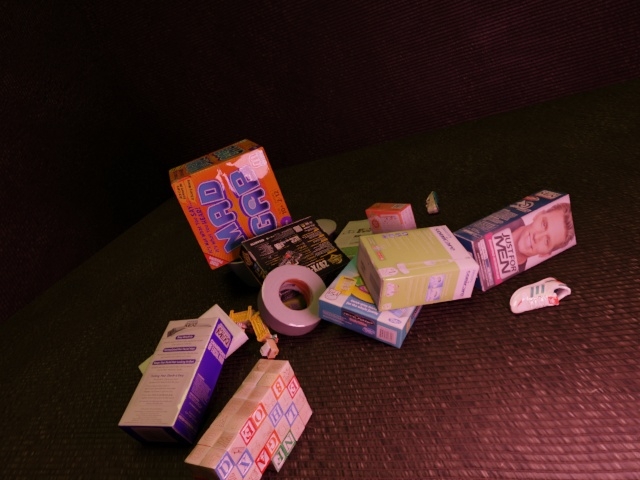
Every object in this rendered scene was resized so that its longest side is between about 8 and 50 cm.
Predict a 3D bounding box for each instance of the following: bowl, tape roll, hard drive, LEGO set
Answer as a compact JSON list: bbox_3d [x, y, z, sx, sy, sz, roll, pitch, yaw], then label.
[{"bbox_3d":[-0.225,0.078,1.968,0.311,0.163,0.311,-16,23,7],"label":"bowl"},{"bbox_3d":[-0.086,0.186,1.542,0.219,0.219,0.072,-37,-15,-36],"label":"tape roll"},{"bbox_3d":[-0.398,0.350,1.523,0.307,0.040,0.203,-40,41,-17],"label":"hard drive"},{"bbox_3d":[-0.202,0.296,1.581,0.287,0.107,0.132,8,70,42],"label":"LEGO set"}]

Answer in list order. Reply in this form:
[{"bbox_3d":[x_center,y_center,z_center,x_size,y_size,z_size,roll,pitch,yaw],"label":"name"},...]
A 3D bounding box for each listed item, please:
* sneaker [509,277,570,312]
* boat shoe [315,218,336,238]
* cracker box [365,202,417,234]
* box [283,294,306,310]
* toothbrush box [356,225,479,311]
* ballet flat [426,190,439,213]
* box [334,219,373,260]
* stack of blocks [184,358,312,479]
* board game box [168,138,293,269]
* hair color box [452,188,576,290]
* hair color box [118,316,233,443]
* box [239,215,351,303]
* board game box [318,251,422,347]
[{"bbox_3d":[0.574,0.148,1.273,0.161,0.057,0.075,-22,16,-12],"label":"sneaker"},{"bbox_3d":[0.000,0.000,2.053,0.114,0.091,0.302,7,27,12],"label":"boat shoe"},{"bbox_3d":[0.259,-0.012,1.675,0.067,0.232,0.155,-34,26,-33],"label":"cracker box"},{"bbox_3d":[-0.089,0.189,1.758,0.109,0.042,0.178,-10,25,23],"label":"box"},{"bbox_3d":[0.268,0.074,1.396,0.283,0.122,0.206,-9,37,-13],"label":"toothbrush box"},{"bbox_3d":[0.474,-0.163,2.084,0.052,0.057,0.168,-22,20,21],"label":"ballet flat"},{"bbox_3d":[0.169,0.004,1.952,0.232,0.059,0.322,-7,24,30],"label":"box"},{"bbox_3d":[-0.145,0.429,1.079,0.087,0.171,0.297,-5,27,32],"label":"stack of blocks"},{"bbox_3d":[-0.360,-0.162,1.948,0.356,0.356,0.356,-24,22,-10],"label":"board game box"},{"bbox_3d":[0.586,-0.006,1.466,0.347,0.174,0.105,-25,22,-12],"label":"hair color box"},{"bbox_3d":[-0.392,0.383,1.366,0.185,0.110,0.339,-8,43,23],"label":"hair color box"},{"bbox_3d":[-0.089,0.063,1.747,0.322,0.079,0.257,-23,60,-33],"label":"box"},{"bbox_3d":[0.184,0.145,1.469,0.253,0.079,0.336,17,38,23],"label":"board game box"}]
